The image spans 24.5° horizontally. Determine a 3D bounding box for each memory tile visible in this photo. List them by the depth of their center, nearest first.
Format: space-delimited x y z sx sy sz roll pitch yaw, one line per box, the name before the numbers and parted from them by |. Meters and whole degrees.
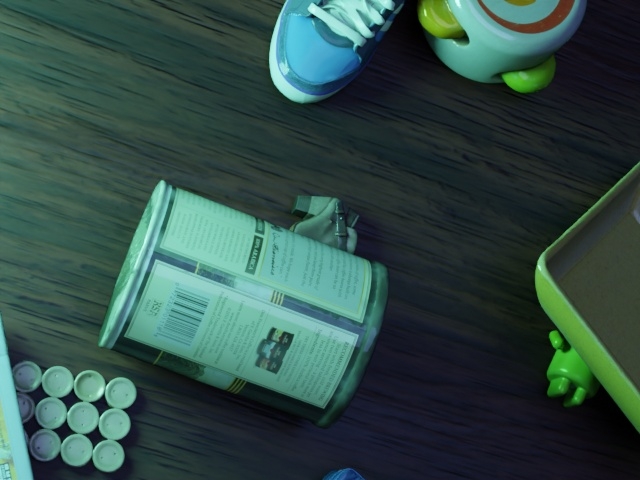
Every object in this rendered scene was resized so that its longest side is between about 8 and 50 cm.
memory tile | -0.288 0.200 1.673 0.148 0.012 0.113 12 74 -13

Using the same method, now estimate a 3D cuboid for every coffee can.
coffee can | -0.087 0.072 1.661 0.275 0.201 0.201 21 72 -10

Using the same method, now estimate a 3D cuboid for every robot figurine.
robot figurine | 0.326 0.151 1.833 0.101 0.067 0.115 32 70 -4

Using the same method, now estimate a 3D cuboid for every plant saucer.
plant saucer | 0.418 0.099 1.820 0.332 0.081 0.333 53 45 0

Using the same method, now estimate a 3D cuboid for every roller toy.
roller toy | 0.231 -0.309 1.872 0.209 0.146 0.191 23 72 -9

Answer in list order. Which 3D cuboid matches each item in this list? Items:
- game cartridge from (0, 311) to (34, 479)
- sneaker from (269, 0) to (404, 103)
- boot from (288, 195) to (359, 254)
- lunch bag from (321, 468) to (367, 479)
game cartridge | -0.419 0.231 1.600 0.198 0.062 0.297 -11 81 -18
sneaker | 0.067 -0.330 1.781 0.130 0.236 0.322 37 70 -5
boot | 0.000 0.000 1.789 0.087 0.042 0.118 21 73 -14
lunch bag | 0.019 0.315 1.707 0.067 0.065 0.098 41 69 -4
